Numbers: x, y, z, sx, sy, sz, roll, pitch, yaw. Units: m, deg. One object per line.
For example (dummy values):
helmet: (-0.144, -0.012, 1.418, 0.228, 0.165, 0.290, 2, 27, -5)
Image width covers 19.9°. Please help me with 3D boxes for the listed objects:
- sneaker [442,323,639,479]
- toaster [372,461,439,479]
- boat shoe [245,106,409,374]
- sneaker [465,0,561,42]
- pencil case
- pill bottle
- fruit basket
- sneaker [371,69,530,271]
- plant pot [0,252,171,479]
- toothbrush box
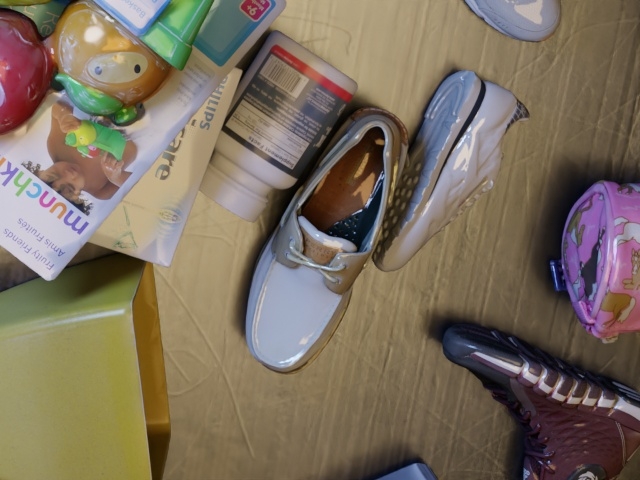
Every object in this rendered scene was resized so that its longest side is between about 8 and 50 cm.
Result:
sneaker: (0.235, 0.209, 2.021, 0.281, 0.106, 0.162, 23, 100, -18)
toaster: (0.089, 0.353, 2.018, 0.186, 0.110, 0.168, -22, 109, -8)
boat shoe: (0.000, 0.000, 1.898, 0.113, 0.103, 0.302, 22, 95, 2)
sneaker: (0.179, -0.314, 1.865, 0.099, 0.121, 0.262, -32, 109, -3)
pencil case: (0.457, 0.036, 2.002, 0.386, 0.160, 0.167, 5, 136, -15)
pill bottle: (-0.052, -0.114, 1.868, 0.108, 0.108, 0.180, 32, 95, -19)
fruit basket: (-0.257, -0.185, 1.643, 0.327, 0.165, 0.353, 40, 90, -18)
sneaker: (0.136, -0.062, 1.942, 0.095, 0.090, 0.235, 27, 99, -29)
plant pot: (-0.261, 0.141, 1.842, 0.187, 0.212, 0.212, -4, 105, 2)
toothbrush box: (-0.257, -0.125, 1.806, 0.296, 0.126, 0.216, 20, 97, -18)
